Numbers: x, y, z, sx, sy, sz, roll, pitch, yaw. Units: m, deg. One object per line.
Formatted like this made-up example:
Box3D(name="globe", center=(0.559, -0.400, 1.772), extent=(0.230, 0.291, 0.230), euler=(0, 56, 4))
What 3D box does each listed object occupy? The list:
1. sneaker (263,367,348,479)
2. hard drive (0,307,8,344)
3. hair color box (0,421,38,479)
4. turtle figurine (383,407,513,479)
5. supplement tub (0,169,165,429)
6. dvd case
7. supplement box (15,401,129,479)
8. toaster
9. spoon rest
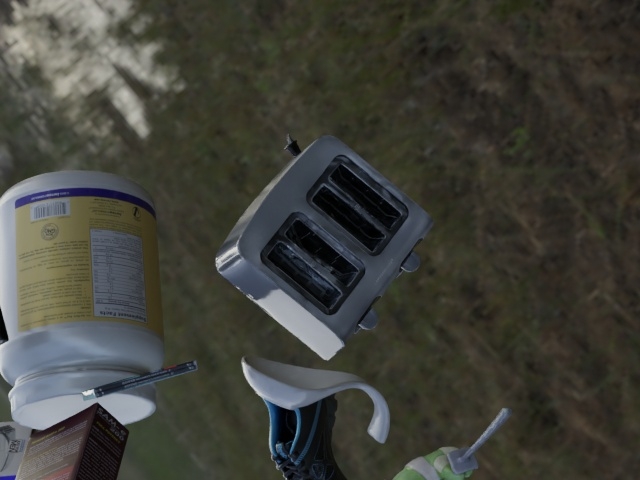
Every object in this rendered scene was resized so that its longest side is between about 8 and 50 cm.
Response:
Box3D(name="sneaker", center=(-0.033, 0.396, 2.392), extent=(0.139, 0.125, 0.341), euler=(1, -106, -55))
Box3D(name="hard drive", center=(-0.479, 0.116, 1.816), extent=(0.022, 0.135, 0.094), euler=(26, -139, -62))
Box3D(name="hair color box", center=(-0.642, 0.395, 2.279), extent=(0.185, 0.338, 0.110), euler=(-99, 4, -68))
Box3D(name="turtle figurine", center=(0.112, 0.291, 1.209), extent=(0.198, 0.274, 0.266), euler=(65, -165, 15))
Box3D(name="supplement tub", center=(-0.349, 0.090, 2.001), extent=(0.241, 0.241, 0.331), euler=(89, 175, -69))
Box3D(name="dvd case", center=(-0.205, 0.158, 1.554), extent=(0.087, 0.119, 0.013), euler=(156, 100, -69))
Box3D(name="supplement box", center=(-0.339, 0.337, 1.789), extent=(0.073, 0.130, 0.239), euler=(48, -150, -28))
Box3D(name="toaster", center=(0.000, 0.000, 1.387), extent=(0.185, 0.168, 0.110), euler=(40, 161, -5))
Box3D(name="spoon rest", center=(-0.002, 0.236, 2.177), extent=(0.276, 0.084, 0.137), euler=(25, -177, -28))
